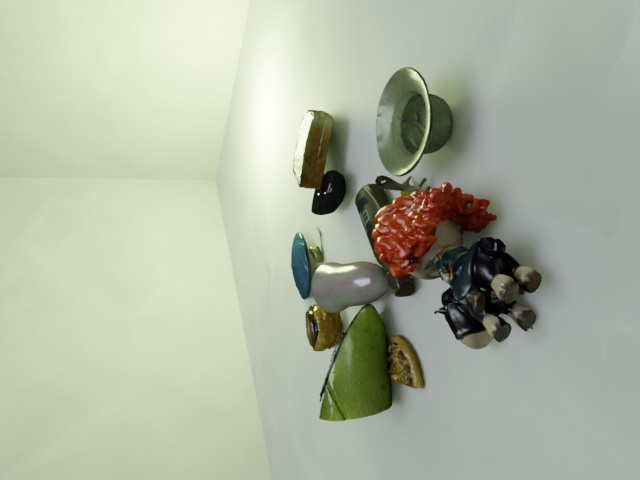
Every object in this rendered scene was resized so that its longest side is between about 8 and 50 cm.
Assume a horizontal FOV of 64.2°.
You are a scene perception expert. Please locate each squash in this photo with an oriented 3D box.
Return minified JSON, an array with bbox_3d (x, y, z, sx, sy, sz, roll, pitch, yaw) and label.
[{"bbox_3d":[0.101,0.355,1.539,0.210,0.233,0.309,-12,84,30],"label":"squash"}]

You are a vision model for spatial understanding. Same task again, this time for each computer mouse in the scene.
[{"bbox_3d":[0.037,-0.168,1.829,0.269,0.086,0.138,155,128,-74],"label":"computer mouse"}]

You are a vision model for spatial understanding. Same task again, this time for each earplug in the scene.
[{"bbox_3d":[0.115,0.135,1.604,0.301,0.172,0.173,-18,75,60],"label":"earplug"}]

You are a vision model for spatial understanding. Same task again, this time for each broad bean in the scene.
[{"bbox_3d":[-0.017,0.054,2.042,0.063,0.045,0.083,95,154,-44],"label":"broad bean"}]

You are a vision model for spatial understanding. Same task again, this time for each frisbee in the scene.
[{"bbox_3d":[-0.096,0.110,2.177,0.289,0.049,0.290,175,90,-76],"label":"frisbee"}]

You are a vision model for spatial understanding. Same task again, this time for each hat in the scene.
[{"bbox_3d":[0.248,-0.284,1.253,0.257,0.129,0.258,179,90,-68],"label":"hat"}]

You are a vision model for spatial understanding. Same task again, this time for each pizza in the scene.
[{"bbox_3d":[0.233,0.361,1.449,0.175,0.046,0.134,-119,35,-48],"label":"pizza"}]

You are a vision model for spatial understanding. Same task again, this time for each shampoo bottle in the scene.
[{"bbox_3d":[0.189,-0.001,1.482,0.126,0.083,0.351,114,146,-51],"label":"shampoo bottle"}]

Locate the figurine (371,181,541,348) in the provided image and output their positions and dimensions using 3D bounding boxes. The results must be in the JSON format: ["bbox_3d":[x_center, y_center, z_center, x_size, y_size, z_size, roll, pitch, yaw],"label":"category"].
[{"bbox_3d":[0.288,0.049,1.114,0.412,0.241,0.306,54,167,25],"label":"figurine"}]

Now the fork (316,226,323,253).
[{"bbox_3d":[0.001,0.000,2.037,0.016,0.012,0.116,138,122,-67],"label":"fork"}]

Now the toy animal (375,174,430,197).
[{"bbox_3d":[0.245,-0.128,1.351,0.095,0.155,0.219,-11,125,44],"label":"toy animal"}]

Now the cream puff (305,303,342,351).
[{"bbox_3d":[0.015,0.312,1.873,0.189,0.129,0.189,173,90,-75],"label":"cream puff"}]

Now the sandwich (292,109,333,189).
[{"bbox_3d":[-0.031,-0.345,1.891,0.301,0.099,0.272,-115,38,-73],"label":"sandwich"}]
